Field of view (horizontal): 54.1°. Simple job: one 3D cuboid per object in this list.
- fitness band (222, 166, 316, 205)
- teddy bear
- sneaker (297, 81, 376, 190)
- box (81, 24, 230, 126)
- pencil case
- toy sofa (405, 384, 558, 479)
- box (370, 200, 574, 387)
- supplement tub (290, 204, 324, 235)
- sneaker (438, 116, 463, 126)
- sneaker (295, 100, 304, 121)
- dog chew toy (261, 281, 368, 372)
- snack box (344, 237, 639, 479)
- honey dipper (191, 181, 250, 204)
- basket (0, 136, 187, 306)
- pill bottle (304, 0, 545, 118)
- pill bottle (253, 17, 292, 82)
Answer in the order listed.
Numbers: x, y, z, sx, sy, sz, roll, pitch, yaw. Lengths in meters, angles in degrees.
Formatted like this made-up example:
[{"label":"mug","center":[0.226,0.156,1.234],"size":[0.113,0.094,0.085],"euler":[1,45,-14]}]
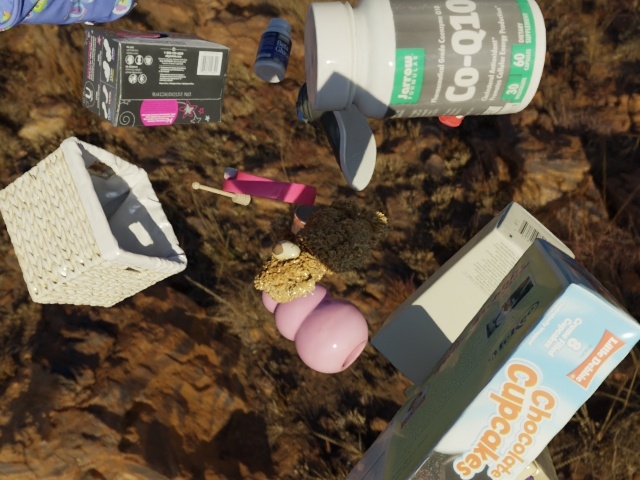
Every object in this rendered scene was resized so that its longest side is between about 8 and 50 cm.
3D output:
[{"label":"fitness band","center":[-0.114,-0.120,1.419],"size":[0.208,0.291,0.054],"euler":[10,94,-5]},{"label":"teddy bear","center":[0.000,0.000,1.373],"size":[0.337,0.113,0.245],"euler":[-22,46,-23]},{"label":"sneaker","center":[0.038,-0.264,1.505],"size":[0.104,0.296,0.146],"euler":[-34,32,-27]},{"label":"box","center":[-0.327,-0.328,1.245],"size":[0.142,0.164,0.247],"euler":[30,30,36]},{"label":"pencil case","center":[-0.405,-0.381,0.938],"size":[0.119,0.133,0.306],"euler":[23,27,8]},{"label":"toy sofa","center":[0.200,0.269,0.842],"size":[0.150,0.362,0.177],"euler":[-38,80,11]},{"label":"box","center":[0.195,0.082,0.839],"size":[0.113,0.275,0.094],"euler":[44,40,3]},{"label":"supplement tub","center":[-0.044,-0.006,1.899],"size":[0.106,0.198,0.106],"euler":[8,41,-7]},{"label":"sneaker","center":[0.231,-0.333,1.366],"size":[0.107,0.118,0.279],"euler":[5,31,-24]},{"label":"sneaker","center":[-0.022,-0.414,1.997],"size":[0.067,0.188,0.078],"euler":[-24,83,24]},{"label":"dog chew toy","center":[-0.030,0.207,1.723],"size":[0.331,0.207,0.206],"euler":[39,68,21]},{"label":"snack box","center":[0.108,0.152,0.504],"size":[0.060,0.187,0.322],"euler":[35,105,5]},{"label":"honey dipper","center":[-0.235,-0.114,1.482],"size":[0.030,0.160,0.031],"euler":[-11,73,40]},{"label":"basket","center":[-0.569,-0.023,1.584],"size":[0.266,0.328,0.331],"euler":[-31,74,10]},{"label":"pill bottle","center":[0.161,-0.306,1.040],"size":[0.360,0.204,0.204],"euler":[-4,47,-8]},{"label":"pill bottle","center":[-0.133,-0.555,1.819],"size":[0.094,0.094,0.170],"euler":[3,70,19]}]
